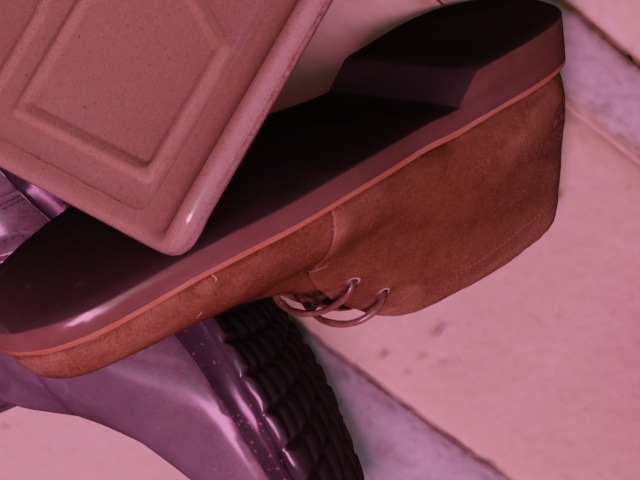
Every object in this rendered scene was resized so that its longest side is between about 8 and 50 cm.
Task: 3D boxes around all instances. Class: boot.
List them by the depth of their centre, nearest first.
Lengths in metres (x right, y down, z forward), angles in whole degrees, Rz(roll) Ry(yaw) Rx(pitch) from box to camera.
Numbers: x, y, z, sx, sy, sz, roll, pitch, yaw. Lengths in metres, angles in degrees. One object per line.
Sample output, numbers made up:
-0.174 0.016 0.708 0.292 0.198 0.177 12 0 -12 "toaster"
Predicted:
0.000 0.000 0.684 0.305 0.112 0.115 -28 120 -32 "boot"
-0.145 0.063 0.770 0.222 0.118 0.338 -36 93 12 "boot"

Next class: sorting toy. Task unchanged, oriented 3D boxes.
-0.054 -0.163 0.649 0.229 0.041 0.307 26 84 33 "sorting toy"
